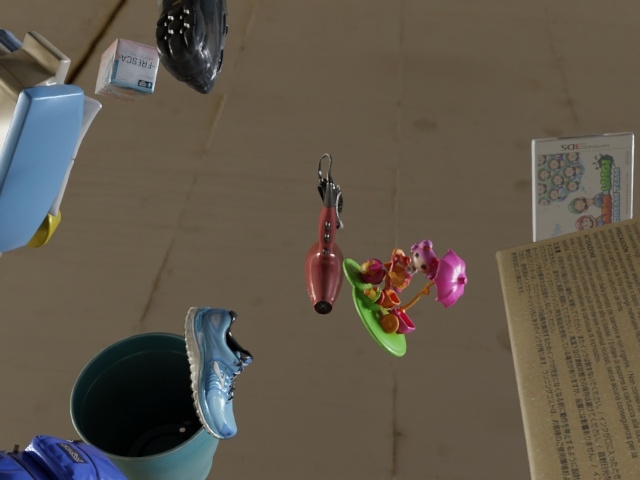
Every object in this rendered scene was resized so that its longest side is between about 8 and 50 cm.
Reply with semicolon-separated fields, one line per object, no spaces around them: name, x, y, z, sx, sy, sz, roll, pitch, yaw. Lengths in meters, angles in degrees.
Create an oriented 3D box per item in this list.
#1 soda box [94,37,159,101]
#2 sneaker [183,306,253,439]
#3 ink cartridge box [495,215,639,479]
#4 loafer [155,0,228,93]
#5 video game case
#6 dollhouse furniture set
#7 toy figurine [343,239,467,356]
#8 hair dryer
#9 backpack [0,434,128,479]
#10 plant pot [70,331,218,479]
soda box;-0.265;-0.229;1.205;0.058;0.062;0.183;10;-179;-20
sneaker;-0.114;0.155;1.036;0.073;0.162;0.063;-8;-171;1
ink cartridge box;0.214;0.080;0.519;0.193;0.088;0.234;-13;-148;14
loafer;-0.143;-0.254;1.000;0.076;0.078;0.223;-16;-131;15
video game case;0.383;-0.075;1.295;0.143;0.157;0.019;-4;-162;3
dollhouse furniture set;-0.238;-0.187;0.676;0.286;0.303;0.198;39;-150;18
toy figurine;0.139;0.060;1.328;0.130;0.159;0.173;15;-137;-62
hair dryer;0.000;0.000;1.699;0.080;0.223;0.293;-4;-104;7
backpack;-0.204;0.193;0.635;0.098;0.101;0.120;25;175;35
plant pot;-0.307;0.357;1.683;0.272;0.255;0.271;-2;-133;2
